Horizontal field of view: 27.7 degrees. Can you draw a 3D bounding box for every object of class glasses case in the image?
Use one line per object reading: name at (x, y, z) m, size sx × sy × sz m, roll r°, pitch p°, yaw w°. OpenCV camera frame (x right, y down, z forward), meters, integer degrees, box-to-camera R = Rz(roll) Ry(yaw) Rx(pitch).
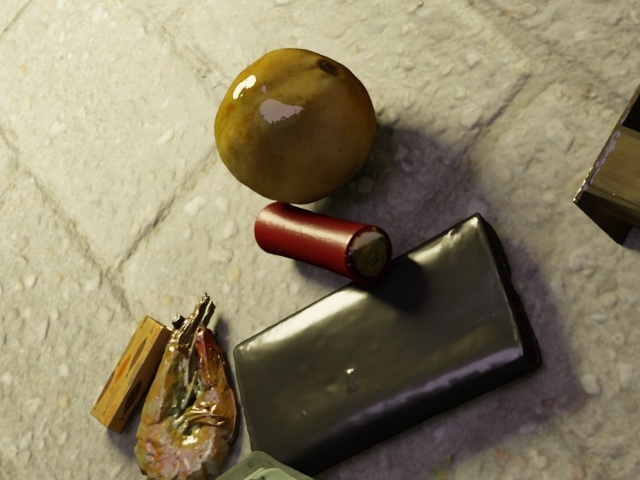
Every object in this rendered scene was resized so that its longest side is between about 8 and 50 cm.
glasses case at (-0.274, 0.199, 1.918) m, size 0.065 × 0.041 × 0.169 m, roll 25°, pitch 85°, yaw 52°

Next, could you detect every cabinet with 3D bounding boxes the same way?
cabinet at (0.429, -0.082, 1.466) m, size 0.175 × 0.148 × 0.215 m, roll 29°, pitch 89°, yaw 41°

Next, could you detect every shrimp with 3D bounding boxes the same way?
shrimp at (-0.181, 0.213, 1.837) m, size 0.154 × 0.062 × 0.294 m, roll -1°, pitch 71°, yaw 22°

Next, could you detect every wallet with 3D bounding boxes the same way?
wallet at (0.073, 0.149, 1.677) m, size 0.406 × 0.062 × 0.228 m, roll -29°, pitch 55°, yaw 21°

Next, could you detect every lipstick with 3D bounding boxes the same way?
lipstick at (0.000, 0.000, 1.749) m, size 0.241 × 0.080 × 0.080 m, roll 15°, pitch 78°, yaw 54°

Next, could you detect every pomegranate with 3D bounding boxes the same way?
pomegranate at (-0.033, -0.162, 1.793) m, size 0.233 × 0.233 × 0.233 m, roll -15°, pitch 61°, yaw 30°

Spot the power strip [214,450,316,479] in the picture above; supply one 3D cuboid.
power strip at (-0.072, 0.329, 1.555) m, size 0.198 × 0.213 × 0.064 m, roll 22°, pitch 126°, yaw 30°
